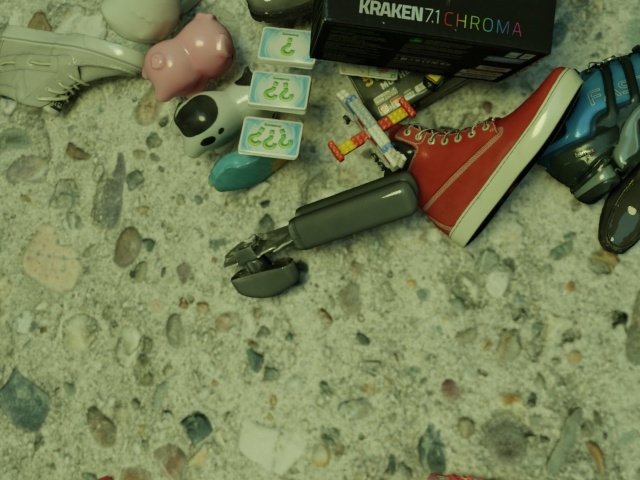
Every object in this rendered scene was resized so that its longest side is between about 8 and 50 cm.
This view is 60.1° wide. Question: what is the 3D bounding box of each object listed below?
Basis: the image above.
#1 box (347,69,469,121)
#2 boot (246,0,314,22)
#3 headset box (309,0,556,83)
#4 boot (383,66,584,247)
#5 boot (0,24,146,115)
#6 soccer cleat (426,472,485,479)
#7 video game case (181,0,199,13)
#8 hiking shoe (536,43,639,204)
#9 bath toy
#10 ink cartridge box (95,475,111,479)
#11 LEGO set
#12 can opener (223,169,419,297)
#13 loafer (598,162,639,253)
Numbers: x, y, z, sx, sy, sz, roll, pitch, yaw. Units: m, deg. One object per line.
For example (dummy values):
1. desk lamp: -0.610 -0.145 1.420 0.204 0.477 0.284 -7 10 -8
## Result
1. box: 0.135 -0.285 0.742 0.231 0.056 0.183 -29 84 14
2. boot: 0.012 -0.461 0.730 0.338 0.222 0.118 -33 52 0
3. headset box: 0.125 -0.342 0.609 0.246 0.131 0.283 6 91 -8
4. boot: 0.181 -0.134 0.680 0.176 0.088 0.244 43 122 17
5. boot: -0.390 -0.252 0.863 0.258 0.095 0.123 13 93 18
6. soccer cleat: 0.181 0.320 0.635 0.318 0.108 0.116 -15 74 11
7. video game case: -0.232 -0.530 0.902 0.204 0.025 0.285 -41 76 2
8. hiking shoe: 0.379 -0.195 0.676 0.132 0.113 0.304 39 90 14
9. bath toy: -0.166 -0.245 0.771 0.151 0.129 0.348 -30 83 -40
10. ink cartridge box: -0.269 0.452 0.646 0.117 0.207 0.283 -42 76 4
11. LEGO set: 0.029 -0.182 0.683 0.244 0.060 0.182 9 75 4
12. can opener: 0.000 0.000 0.728 0.283 0.076 0.095 -18 110 20
13. loafer: 0.398 -0.062 0.676 0.062 0.061 0.170 29 88 13
